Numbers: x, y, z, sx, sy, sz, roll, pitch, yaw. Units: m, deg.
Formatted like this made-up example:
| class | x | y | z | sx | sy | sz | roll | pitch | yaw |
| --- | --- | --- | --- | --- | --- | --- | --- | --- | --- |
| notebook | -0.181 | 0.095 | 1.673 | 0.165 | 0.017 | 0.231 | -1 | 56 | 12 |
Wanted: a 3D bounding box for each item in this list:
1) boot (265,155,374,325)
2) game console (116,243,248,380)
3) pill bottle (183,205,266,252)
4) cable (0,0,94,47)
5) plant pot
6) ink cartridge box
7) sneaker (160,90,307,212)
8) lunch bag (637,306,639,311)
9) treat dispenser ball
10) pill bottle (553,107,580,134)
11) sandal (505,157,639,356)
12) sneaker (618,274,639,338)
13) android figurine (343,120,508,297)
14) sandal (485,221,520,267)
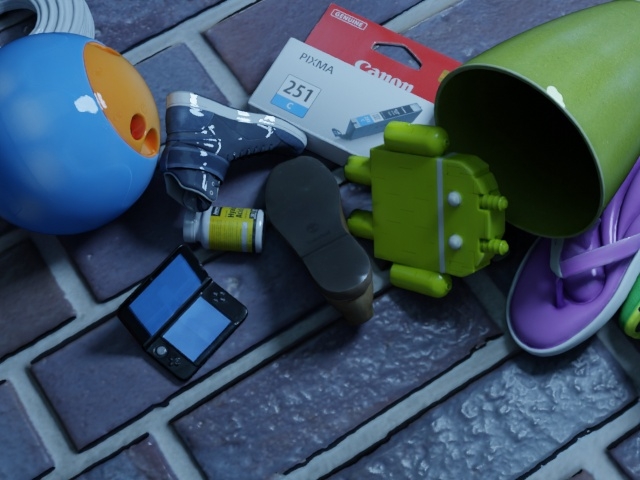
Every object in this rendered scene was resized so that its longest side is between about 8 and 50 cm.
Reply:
| class | x | y | z | sx | sy | sz | roll | pitch | yaw |
| --- | --- | --- | --- | --- | --- | --- | --- | --- | --- |
| boot | 0.000 | 0.000 | 1.760 | 0.112 | 0.115 | 0.305 | -23 | 48 | -1 |
| game console | -0.192 | 0.102 | 1.711 | 0.124 | 0.085 | 0.144 | 37 | 71 | 17 |
| pill bottle | -0.140 | -0.017 | 1.779 | 0.116 | 0.065 | 0.065 | 3 | 64 | 2 |
| cable | -0.492 | -0.335 | 1.925 | 0.257 | 0.089 | 0.257 | 32 | 69 | 15 |
| plant pot | 0.352 | -0.199 | 1.653 | 0.274 | 0.275 | 0.293 | 39 | 63 | 18 |
| ink cartridge box | 0.078 | -0.235 | 1.882 | 0.296 | 0.066 | 0.261 | 27 | 69 | 13 |
| sneaker | -0.129 | -0.111 | 1.776 | 0.226 | 0.086 | 0.164 | 13 | 71 | -25 |
| lunch bag | 0.607 | 0.135 | 1.642 | 0.221 | 0.138 | 0.293 | -40 | 100 | -28 |
| treat dispenser ball | -0.371 | -0.151 | 1.724 | 0.288 | 0.288 | 0.288 | 0 | 64 | 1 |
| pill bottle | 0.387 | -0.163 | 1.816 | 0.186 | 0.112 | 0.112 | 14 | 65 | 8 |
| sandal | 0.392 | -0.027 | 1.692 | 0.416 | 0.102 | 0.169 | -51 | 46 | 0 |
| sneaker | 0.482 | 0.007 | 1.752 | 0.123 | 0.109 | 0.296 | 6 | 67 | 39 |
| android figurine | 0.148 | -0.042 | 1.698 | 0.272 | 0.248 | 0.056 | 15 | 26 | 39 |
| sandal | 0.229 | -0.110 | 1.796 | 0.120 | 0.086 | 0.303 | 0 | 86 | -6 |
